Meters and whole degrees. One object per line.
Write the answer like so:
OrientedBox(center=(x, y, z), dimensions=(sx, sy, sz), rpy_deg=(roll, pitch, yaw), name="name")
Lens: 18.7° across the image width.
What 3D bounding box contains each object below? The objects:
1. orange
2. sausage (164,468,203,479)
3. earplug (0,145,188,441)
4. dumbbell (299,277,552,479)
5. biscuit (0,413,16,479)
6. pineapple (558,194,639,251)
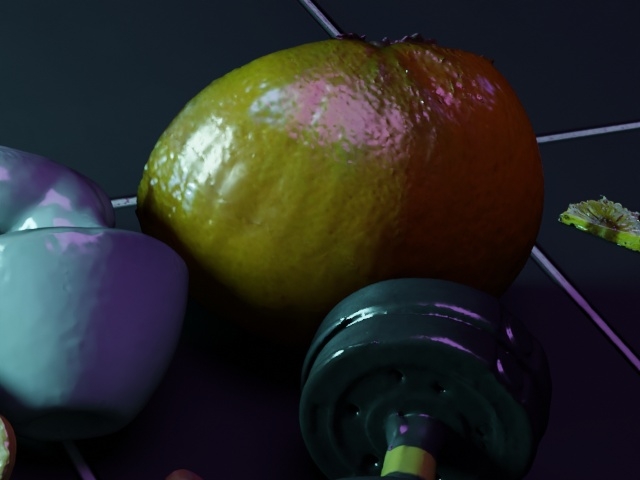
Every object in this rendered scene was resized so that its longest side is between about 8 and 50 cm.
OrientedBox(center=(0.021, -0.032, 1.532), dimensions=(0.310, 0.274, 0.274), rpy_deg=(22, 35, -2), name="orange")
OrientedBox(center=(-0.092, 0.212, 1.342), dimensions=(0.030, 0.035, 0.147), rpy_deg=(36, 27, -27), name="sausage")
OrientedBox(center=(-0.232, 0.020, 1.451), dimensions=(0.325, 0.175, 0.214), rpy_deg=(37, 11, 39), name="earplug")
OrientedBox(center=(0.057, 0.174, 1.313), dimensions=(0.185, 0.185, 0.388), rpy_deg=(15, 36, 1), name="dumbbell")
OrientedBox(center=(-0.311, 0.112, 1.339), dimensions=(0.250, 0.035, 0.162), rpy_deg=(24, 75, 22), name="biscuit")
OrientedBox(center=(0.265, -0.019, 1.788), dimensions=(0.083, 0.019, 0.045), rpy_deg=(21, 39, 15), name="pineapple")
